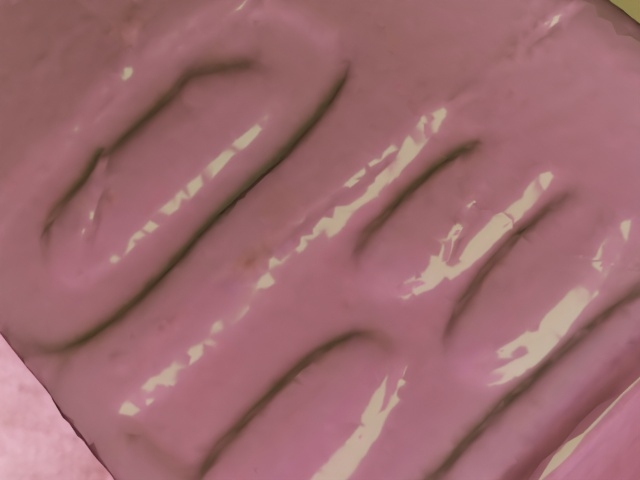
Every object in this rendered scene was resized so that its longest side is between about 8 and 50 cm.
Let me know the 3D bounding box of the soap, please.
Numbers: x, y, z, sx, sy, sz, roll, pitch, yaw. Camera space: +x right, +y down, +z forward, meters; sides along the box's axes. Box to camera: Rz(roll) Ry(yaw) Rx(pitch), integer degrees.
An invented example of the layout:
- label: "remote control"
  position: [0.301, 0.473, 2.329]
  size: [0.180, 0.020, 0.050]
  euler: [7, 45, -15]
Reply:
- label: "soap"
  position: [0.000, 0.000, 0.920]
  size: [0.350, 0.213, 0.435]
  euler: [-43, 62, -3]

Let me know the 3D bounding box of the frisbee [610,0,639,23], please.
- label: "frisbee"
  position: [0.169, -0.115, 1.088]
  size: [0.250, 0.021, 0.251]
  euler: [0, 91, 7]
